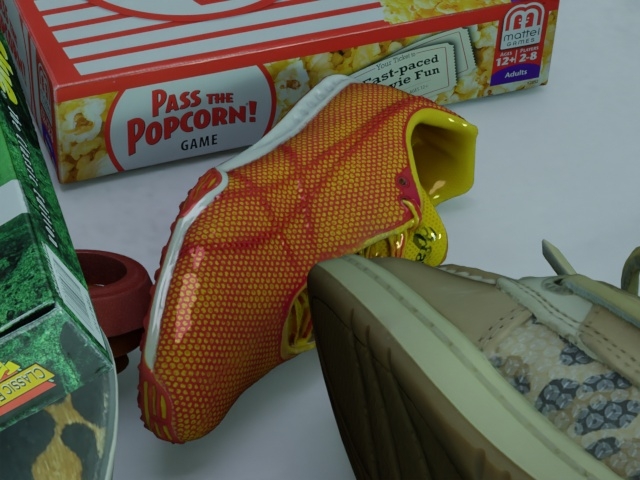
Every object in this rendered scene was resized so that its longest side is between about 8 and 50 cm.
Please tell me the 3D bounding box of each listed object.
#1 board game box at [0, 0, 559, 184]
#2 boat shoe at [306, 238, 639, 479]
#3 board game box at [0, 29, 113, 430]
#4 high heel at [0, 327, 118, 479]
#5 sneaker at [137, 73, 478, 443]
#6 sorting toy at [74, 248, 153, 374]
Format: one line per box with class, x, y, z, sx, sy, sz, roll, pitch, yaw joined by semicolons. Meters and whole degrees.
board game box;-0.028;-0.098;0.640;0.193;0.045;0.146;-14;43;-18
boat shoe;0.085;0.069;0.372;0.089;0.104;0.285;-24;30;-17
board game box;-0.181;0.043;0.397;0.260;0.030;0.136;-29;42;3
high heel;-0.122;0.085;0.379;0.261;0.093;0.186;39;48;25
sneaker;0.000;0.000;0.511;0.067;0.064;0.175;17;43;21
sorting toy;-0.097;0.022;0.506;0.102;0.042;0.061;19;26;35
